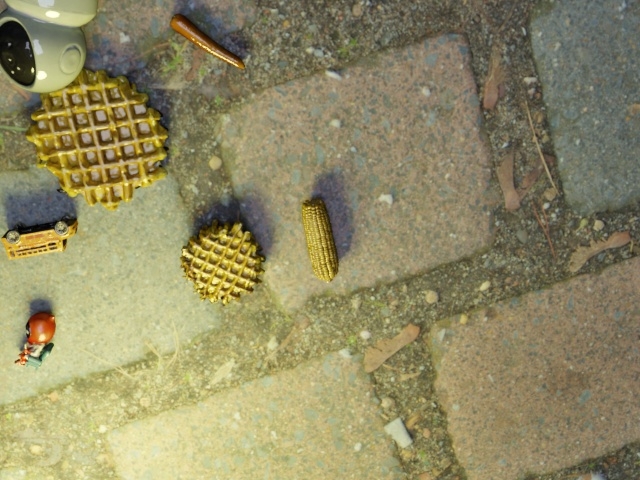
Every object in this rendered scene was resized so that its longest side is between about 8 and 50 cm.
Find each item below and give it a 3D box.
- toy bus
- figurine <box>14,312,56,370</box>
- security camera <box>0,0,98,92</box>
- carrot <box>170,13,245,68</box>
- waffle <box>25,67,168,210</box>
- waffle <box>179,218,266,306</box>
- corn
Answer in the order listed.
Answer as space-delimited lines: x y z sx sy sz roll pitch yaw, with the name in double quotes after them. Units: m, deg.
-0.625 -0.006 1.844 0.162 0.069 0.074 -10 108 -2 "toy bus"
-0.658 0.231 1.913 0.075 0.068 0.140 21 105 -10 "figurine"
-0.565 -0.419 1.670 0.195 0.194 0.236 15 110 -11 "security camera"
-0.244 -0.428 1.783 0.190 0.037 0.037 33 100 -19 "carrot"
-0.493 -0.223 1.800 0.329 0.062 0.329 -2 108 -6 "waffle"
-0.230 0.051 1.911 0.197 0.070 0.193 -29 108 5 "waffle"
0.000 0.000 1.921 0.068 0.068 0.207 -13 105 -3 "corn"
